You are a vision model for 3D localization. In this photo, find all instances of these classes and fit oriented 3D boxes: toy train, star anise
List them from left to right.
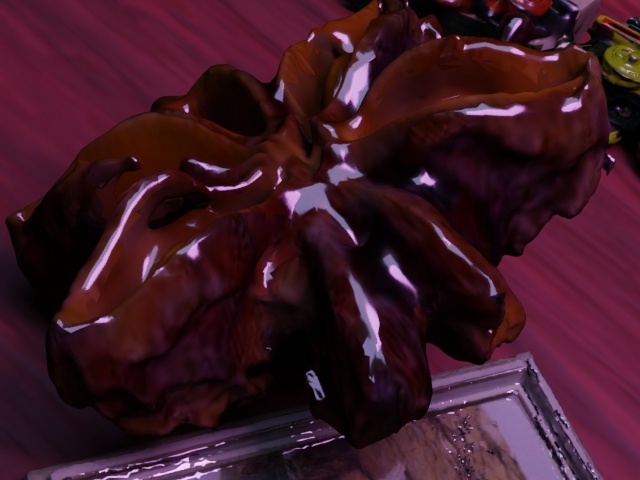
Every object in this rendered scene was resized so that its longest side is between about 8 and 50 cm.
[{"bbox_3d":[0.000,0.000,0.601,0.220,0.126,0.190,-16,23,0],"label":"star anise"},{"bbox_3d":[0.127,-0.087,0.768,0.249,0.053,0.085,32,41,14],"label":"toy train"}]

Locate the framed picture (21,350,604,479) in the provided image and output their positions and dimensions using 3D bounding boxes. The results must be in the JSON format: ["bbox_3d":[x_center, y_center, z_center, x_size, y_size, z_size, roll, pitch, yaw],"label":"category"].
[{"bbox_3d":[0.042,0.160,0.548,0.217,0.017,0.274,-13,54,-24],"label":"framed picture"}]
